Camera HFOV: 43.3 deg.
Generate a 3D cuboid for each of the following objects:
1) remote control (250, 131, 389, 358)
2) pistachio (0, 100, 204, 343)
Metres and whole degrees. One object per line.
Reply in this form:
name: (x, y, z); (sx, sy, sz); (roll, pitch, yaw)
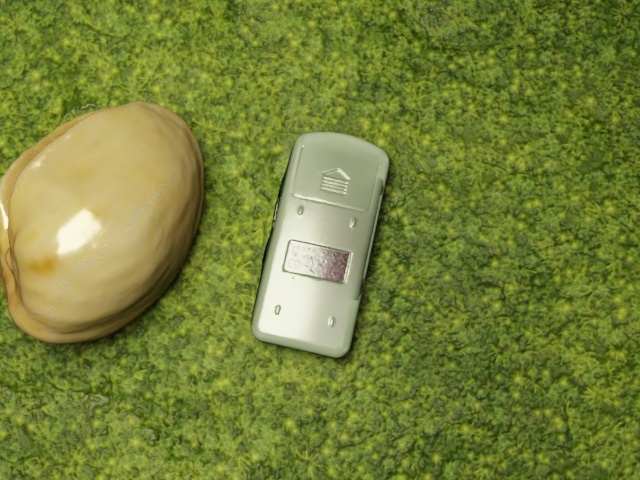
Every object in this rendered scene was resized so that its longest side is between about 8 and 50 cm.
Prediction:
remote control: (0.000, 0.000, 1.073); (0.140, 0.056, 0.296); (12, 79, 0)
pistachio: (-0.274, -0.025, 0.996); (0.238, 0.229, 0.321); (37, 73, -37)
